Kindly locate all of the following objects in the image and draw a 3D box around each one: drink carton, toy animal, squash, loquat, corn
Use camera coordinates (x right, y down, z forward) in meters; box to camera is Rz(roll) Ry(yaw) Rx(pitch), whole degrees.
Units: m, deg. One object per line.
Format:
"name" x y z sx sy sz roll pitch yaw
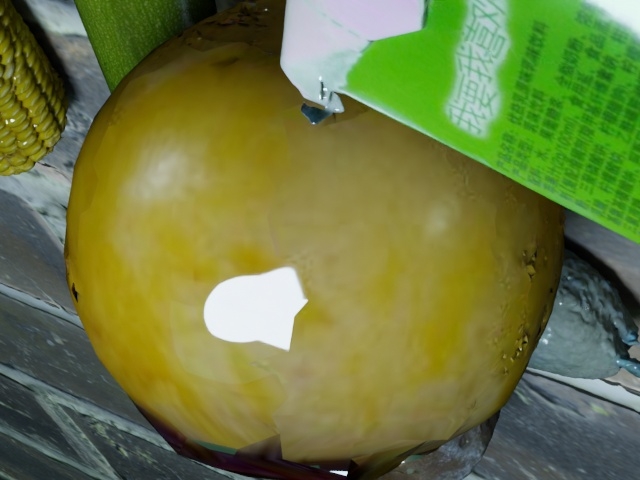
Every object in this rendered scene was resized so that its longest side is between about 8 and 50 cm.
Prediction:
"drink carton" 0.138 -0.070 0.507 0.271 0.161 0.108 28 146 15
"toy animal" 0.150 0.044 0.885 0.253 0.070 0.079 20 171 25
"squash" -0.092 -0.146 0.804 0.080 0.071 0.318 36 153 31
"loquat" 0.000 0.000 0.782 0.235 0.235 0.235 29 158 13
"corn" -0.231 -0.134 1.002 0.106 0.106 0.293 20 156 31

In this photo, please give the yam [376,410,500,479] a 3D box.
"yam" -0.011 0.039 1.023 0.131 0.131 0.279 4 144 52
